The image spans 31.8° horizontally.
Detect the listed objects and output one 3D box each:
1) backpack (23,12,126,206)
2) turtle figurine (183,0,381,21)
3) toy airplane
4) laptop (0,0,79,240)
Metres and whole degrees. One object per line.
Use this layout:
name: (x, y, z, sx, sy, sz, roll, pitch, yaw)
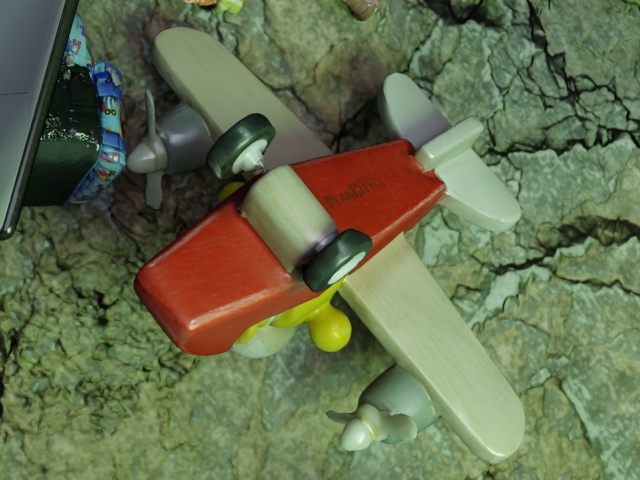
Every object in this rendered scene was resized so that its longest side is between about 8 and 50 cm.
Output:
backpack: (-0.245, -0.129, 0.991, 0.116, 0.158, 0.173, 1, 70, -28)
turtle figurine: (-0.020, -0.330, 1.130, 0.217, 0.087, 0.270, 24, 75, -15)
toy airplane: (0.000, 0.000, 1.026, 0.384, 0.272, 0.386, 22, 38, -26)
laptop: (-0.409, -0.219, 0.902, 0.236, 0.407, 0.382, 26, 71, -50)
